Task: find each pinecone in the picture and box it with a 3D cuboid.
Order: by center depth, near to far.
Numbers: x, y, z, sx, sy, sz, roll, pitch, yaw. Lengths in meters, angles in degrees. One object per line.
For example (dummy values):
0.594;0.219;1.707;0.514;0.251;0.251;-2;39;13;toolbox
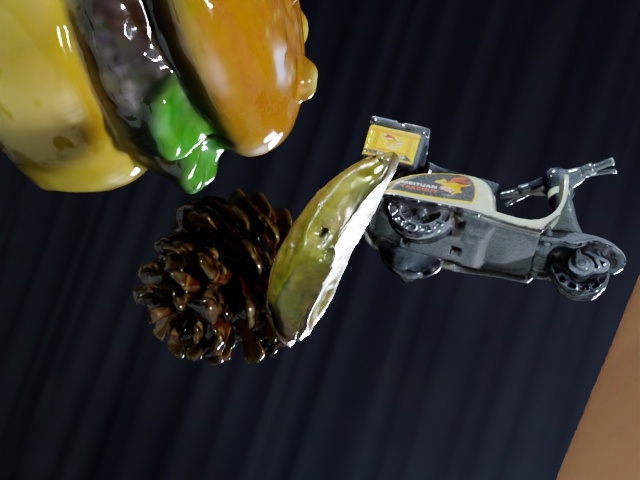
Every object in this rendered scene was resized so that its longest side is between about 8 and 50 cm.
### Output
-0.086;0.037;1.694;0.173;0.173;0.173;18;-12;4;pinecone

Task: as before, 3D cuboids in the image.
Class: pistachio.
0.000;0.000;1.465;0.049;0.173;0.089;28;9;8;pistachio

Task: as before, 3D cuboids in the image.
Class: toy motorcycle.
0.160;-0.025;1.812;0.263;0.157;0.091;12;-40;4;toy motorcycle

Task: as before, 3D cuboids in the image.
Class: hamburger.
-0.159;-0.237;1.743;0.277;0.396;0.396;-13;-19;10;hamburger

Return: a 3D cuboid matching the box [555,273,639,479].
0.274;0.108;0.818;0.229;0.339;0.239;38;-26;-26;box
